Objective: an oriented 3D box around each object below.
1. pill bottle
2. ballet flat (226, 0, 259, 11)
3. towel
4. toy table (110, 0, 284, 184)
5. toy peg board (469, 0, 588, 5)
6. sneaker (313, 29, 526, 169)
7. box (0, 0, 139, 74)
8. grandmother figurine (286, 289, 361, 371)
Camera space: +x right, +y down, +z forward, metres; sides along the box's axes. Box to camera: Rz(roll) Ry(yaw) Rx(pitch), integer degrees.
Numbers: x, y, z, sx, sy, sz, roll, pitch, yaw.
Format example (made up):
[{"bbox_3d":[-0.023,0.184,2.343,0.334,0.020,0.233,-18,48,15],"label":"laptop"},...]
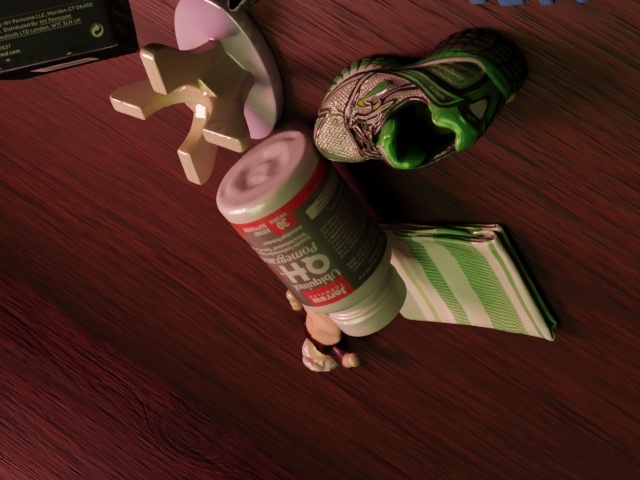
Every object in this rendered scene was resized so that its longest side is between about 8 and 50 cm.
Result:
[{"bbox_3d":[0.000,0.000,1.366,0.176,0.176,0.318,1,139,48],"label":"pill bottle"},{"bbox_3d":[-0.084,-0.353,1.129,0.057,0.049,0.173,34,152,4],"label":"ballet flat"},{"bbox_3d":[0.206,0.064,1.448,0.324,0.038,0.248,2,137,48],"label":"towel"},{"bbox_3d":[-0.170,-0.219,1.319,0.252,0.161,0.274,13,143,37],"label":"toy table"},{"bbox_3d":[0.209,-0.272,0.814,0.161,0.161,0.079,11,159,40],"label":"toy peg board"},{"bbox_3d":[0.089,-0.157,1.127,0.134,0.146,0.343,47,152,-19],"label":"sneaker"},{"bbox_3d":[-0.345,-0.354,1.057,0.296,0.182,0.294,-123,19,-77],"label":"box"},{"bbox_3d":[0.012,0.177,1.792,0.208,0.104,0.342,57,163,23],"label":"grandmother figurine"}]
